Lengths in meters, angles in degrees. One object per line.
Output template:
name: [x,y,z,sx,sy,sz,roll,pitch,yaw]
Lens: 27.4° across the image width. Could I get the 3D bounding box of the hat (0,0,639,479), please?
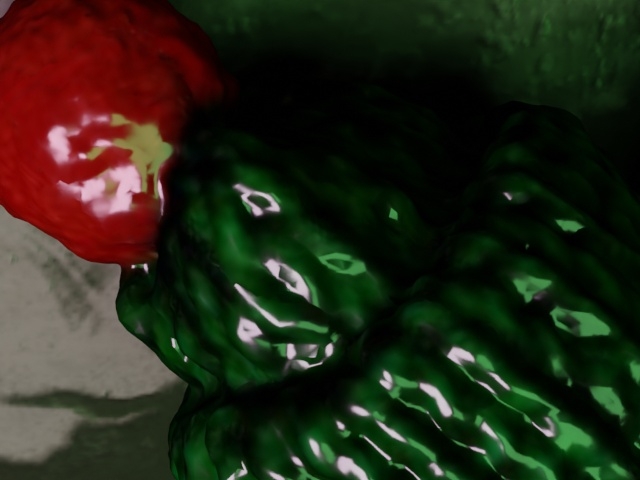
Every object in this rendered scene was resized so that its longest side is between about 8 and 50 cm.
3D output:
hat: [0.000,0.000,0.576,0.332,0.274,0.242,43,92,-8]
